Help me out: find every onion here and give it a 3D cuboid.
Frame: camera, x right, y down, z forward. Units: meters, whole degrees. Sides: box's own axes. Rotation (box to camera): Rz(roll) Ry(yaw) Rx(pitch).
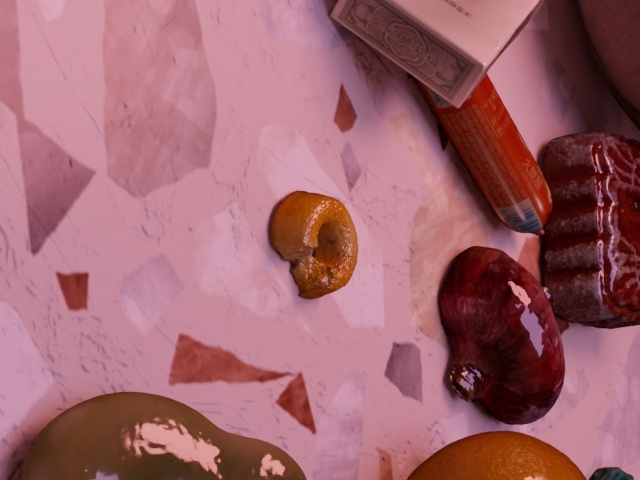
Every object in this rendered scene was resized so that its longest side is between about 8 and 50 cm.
[{"bbox_3d":[0.207,0.110,1.870,0.151,0.098,0.206,-49,122,-45],"label":"onion"}]

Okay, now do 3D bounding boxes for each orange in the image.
[{"bbox_3d":[0.171,0.298,1.699,0.236,0.236,0.236,11,75,-50],"label":"orange"}]

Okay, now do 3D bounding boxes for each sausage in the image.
[{"bbox_3d":[0.187,-0.099,1.902,0.264,0.083,0.083,57,45,-31],"label":"sausage"}]

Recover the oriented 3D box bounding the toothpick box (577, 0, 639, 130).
[{"bbox_3d":[0.525,-0.276,2.089,0.425,0.409,0.409,57,45,-36],"label":"toothpick box"}]

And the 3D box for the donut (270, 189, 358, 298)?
[{"bbox_3d":[0.000,0.000,1.674,0.108,0.043,0.097,58,45,-34],"label":"donut"}]

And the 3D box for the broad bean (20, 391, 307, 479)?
[{"bbox_3d":[-0.136,0.224,1.425,0.263,0.121,0.189,17,76,-34],"label":"broad bean"}]

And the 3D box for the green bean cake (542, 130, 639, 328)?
[{"bbox_3d":[0.349,-0.011,2.068,0.198,0.097,0.232,16,71,-50],"label":"green bean cake"}]

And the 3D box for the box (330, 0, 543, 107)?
[{"bbox_3d":[0.144,-0.269,1.811,0.164,0.069,0.256,36,47,3],"label":"box"}]

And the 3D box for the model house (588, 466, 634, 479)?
[{"bbox_3d":[0.281,0.418,1.859,0.241,0.226,0.261,-36,156,-19],"label":"model house"}]
